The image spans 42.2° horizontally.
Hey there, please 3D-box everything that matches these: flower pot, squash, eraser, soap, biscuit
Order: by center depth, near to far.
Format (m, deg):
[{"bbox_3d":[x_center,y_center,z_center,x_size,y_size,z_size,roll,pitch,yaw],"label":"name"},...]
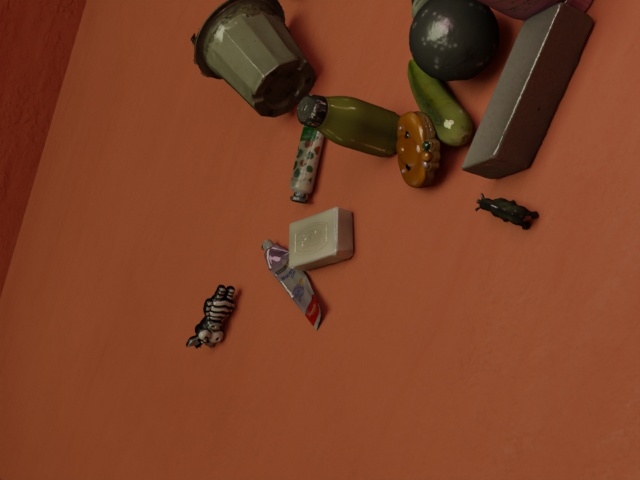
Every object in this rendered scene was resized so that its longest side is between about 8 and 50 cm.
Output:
[{"bbox_3d":[0.391,-0.274,1.578,0.077,0.111,0.352,38,111,49],"label":"eraser"},{"bbox_3d":[0.201,-0.191,1.775,0.170,0.050,0.170,171,90,-74],"label":"biscuit"},{"bbox_3d":[0.253,-0.294,1.777,0.083,0.083,0.250,-50,45,31],"label":"squash"},{"bbox_3d":[0.000,0.000,2.022,0.183,0.064,0.121,-19,66,46],"label":"soap"},{"bbox_3d":[-0.155,-0.474,2.188,0.259,0.290,0.290,51,121,28],"label":"flower pot"}]

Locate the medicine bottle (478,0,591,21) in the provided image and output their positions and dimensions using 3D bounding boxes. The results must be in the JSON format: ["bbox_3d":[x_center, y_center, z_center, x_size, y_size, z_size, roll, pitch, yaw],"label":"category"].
[{"bbox_3d":[0.361,-0.507,1.523,0.178,0.291,0.178,-14,72,48],"label":"medicine bottle"}]

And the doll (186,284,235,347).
[{"bbox_3d":[-0.297,0.220,2.307,0.067,0.091,0.219,48,119,43],"label":"doll"}]

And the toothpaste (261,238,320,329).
[{"bbox_3d":[-0.073,0.098,2.102,0.075,0.048,0.301,-56,47,20],"label":"toothpaste"}]

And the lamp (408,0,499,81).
[{"bbox_3d":[0.243,-0.446,1.746,0.314,0.182,0.182,47,117,50],"label":"lamp"}]

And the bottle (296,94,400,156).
[{"bbox_3d":[0.065,-0.262,1.845,0.112,0.260,0.112,-14,71,48],"label":"bottle"}]

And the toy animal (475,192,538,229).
[{"bbox_3d":[0.352,-0.062,1.614,0.136,0.065,0.047,32,106,49],"label":"toy animal"}]

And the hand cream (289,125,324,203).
[{"bbox_3d":[-0.028,-0.232,2.115,0.095,0.059,0.276,6,82,48],"label":"hand cream"}]
